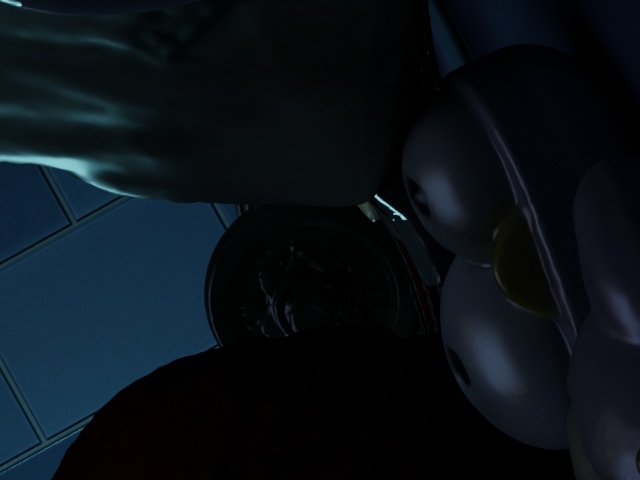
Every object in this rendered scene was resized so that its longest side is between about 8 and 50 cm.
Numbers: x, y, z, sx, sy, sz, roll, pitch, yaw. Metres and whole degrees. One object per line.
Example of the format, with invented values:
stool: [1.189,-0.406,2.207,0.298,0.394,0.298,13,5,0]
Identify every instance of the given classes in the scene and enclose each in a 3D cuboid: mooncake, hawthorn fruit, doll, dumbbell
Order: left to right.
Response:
mooncake: [-0.082,-0.118,0.543,0.254,0.250,0.136,90,-170,-65]
dumbbell: [0.000,0.000,1.422,0.179,0.179,0.406,61,-169,-14]
hawthorn fruit: [0.021,0.244,0.770,0.403,0.402,0.403,61,180,0]
doll: [0.096,0.030,0.507,0.160,0.094,0.365,64,178,-19]

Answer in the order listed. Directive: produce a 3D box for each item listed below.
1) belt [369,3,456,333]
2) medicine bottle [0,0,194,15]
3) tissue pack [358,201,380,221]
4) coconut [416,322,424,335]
belt: [0.057,-0.023,0.901,0.360,0.126,0.094,55,173,-21]
medicine bottle: [-0.073,-0.199,0.353,0.273,0.165,0.165,62,180,20]
tissue pack: [-0.001,-0.143,1.060,0.222,0.090,0.186,61,179,-35]
coconut: [0.060,0.162,1.675,0.323,0.323,0.323,61,180,0]
